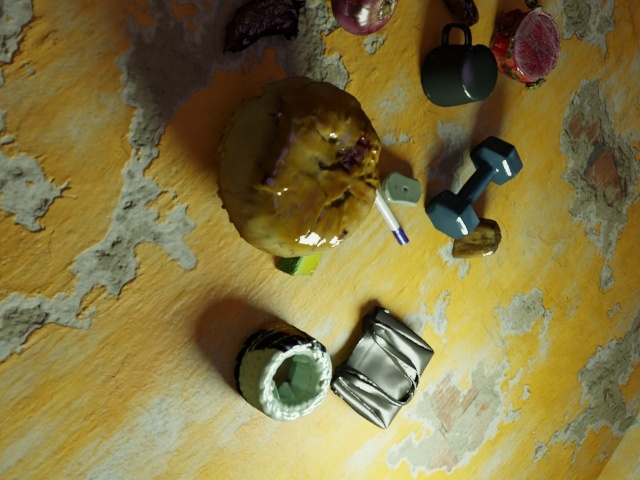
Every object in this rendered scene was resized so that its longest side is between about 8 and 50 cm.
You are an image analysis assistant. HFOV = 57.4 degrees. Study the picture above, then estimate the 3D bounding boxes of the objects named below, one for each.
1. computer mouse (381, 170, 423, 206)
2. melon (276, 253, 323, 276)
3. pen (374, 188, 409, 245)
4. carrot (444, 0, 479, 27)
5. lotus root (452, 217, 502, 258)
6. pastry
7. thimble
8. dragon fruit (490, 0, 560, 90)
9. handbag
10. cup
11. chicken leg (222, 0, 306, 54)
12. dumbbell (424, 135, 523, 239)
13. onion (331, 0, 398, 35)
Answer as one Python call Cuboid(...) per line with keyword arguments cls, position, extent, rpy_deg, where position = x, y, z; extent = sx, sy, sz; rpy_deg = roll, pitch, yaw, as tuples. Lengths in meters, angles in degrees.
Cuboid(cls="computer mouse", position=(0.222, -0.142, 1.625), extent=(0.181, 0.056, 0.089), rpy_deg=(7, 92, -44))
Cuboid(cls="melon", position=(0.000, -0.001, 1.502), extent=(0.262, 0.053, 0.114), rpy_deg=(-52, 131, -15))
Cuboid(cls="pen", position=(0.175, -0.089, 1.616), extent=(0.033, 0.033, 0.269), rpy_deg=(-46, 122, -19))
Cuboid(cls="carrot", position=(0.364, -0.688, 1.612), extent=(0.228, 0.069, 0.069), rpy_deg=(41, 76, -33))
Cuboid(cls="lotus root", position=(0.487, -0.018, 1.809), extent=(0.159, 0.135, 0.095), rpy_deg=(-52, 123, -31))
Cuboid(cls="pastry", position=(-0.053, -0.159, 1.309), extent=(0.409, 0.245, 0.410), rpy_deg=(-9, 104, -37))
Cuboid(cls="thimble", position=(-0.087, 0.328, 1.444), extent=(0.237, 0.150, 0.238), rpy_deg=(-9, 105, -35))
Cuboid(cls="dragon fruit", position=(0.614, -0.596, 1.772), extent=(0.210, 0.147, 0.282), rpy_deg=(-13, 104, -23))
Cuboid(cls="handbag", position=(0.170, 0.359, 1.662), extent=(0.257, 0.113, 0.285), rpy_deg=(42, 75, -26))
Cuboid(cls="cup", position=(0.378, -0.479, 1.595), extent=(0.169, 0.176, 0.223), rpy_deg=(-13, 108, -30))
Cuboid(cls="chicken leg", position=(-0.126, -0.490, 1.307), extent=(0.233, 0.063, 0.105), rpy_deg=(-24, 108, -27))
Cuboid(cls="dumbbell", position=(0.456, -0.157, 1.733), extent=(0.144, 0.160, 0.325), rpy_deg=(44, 72, -3))
Cuboid(cls="onion", position=(0.106, -0.583, 1.401), extent=(0.177, 0.153, 0.177), rpy_deg=(-22, 119, -47))
